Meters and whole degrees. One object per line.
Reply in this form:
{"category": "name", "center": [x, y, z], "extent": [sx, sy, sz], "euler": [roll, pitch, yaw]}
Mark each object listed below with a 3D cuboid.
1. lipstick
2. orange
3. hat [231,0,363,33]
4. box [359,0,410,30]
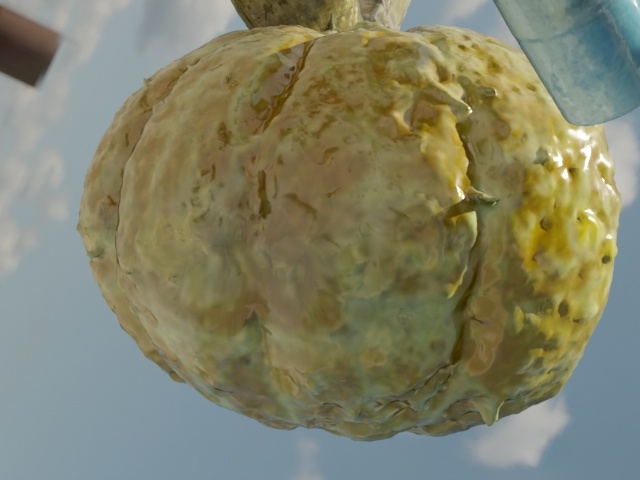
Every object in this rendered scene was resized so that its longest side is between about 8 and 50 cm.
{"category": "lipstick", "center": [0.070, -0.115, 0.579], "extent": [0.048, 0.158, 0.048], "euler": [-28, -154, 15]}
{"category": "orange", "center": [0.000, 0.000, 1.055], "extent": [0.210, 0.369, 0.271], "euler": [-29, 121, -65]}
{"category": "hat", "center": [0.001, -0.200, 1.293], "extent": [0.067, 0.146, 0.146], "euler": [-42, -154, 36]}
{"category": "box", "center": [0.056, -0.233, 1.597], "extent": [0.045, 0.062, 0.098], "euler": [5, -124, 26]}
